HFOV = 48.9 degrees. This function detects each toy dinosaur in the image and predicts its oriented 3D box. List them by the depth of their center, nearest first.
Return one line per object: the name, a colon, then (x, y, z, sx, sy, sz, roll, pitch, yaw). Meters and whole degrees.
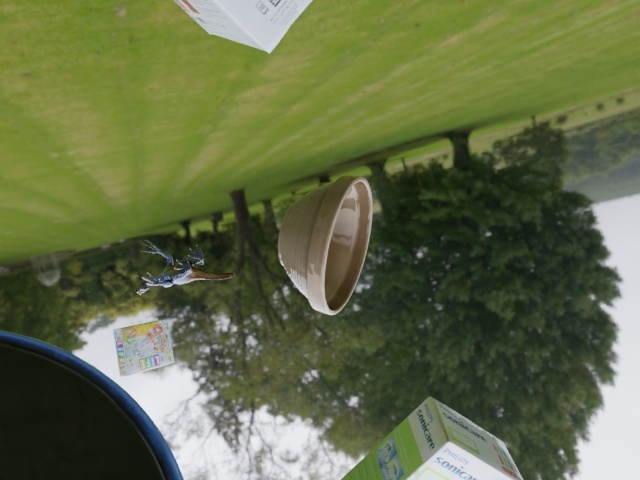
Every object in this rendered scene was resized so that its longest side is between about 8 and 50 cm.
toy dinosaur: (-0.144, 0.039, 0.688, 0.082, 0.090, 0.047, -42, -163, 48)

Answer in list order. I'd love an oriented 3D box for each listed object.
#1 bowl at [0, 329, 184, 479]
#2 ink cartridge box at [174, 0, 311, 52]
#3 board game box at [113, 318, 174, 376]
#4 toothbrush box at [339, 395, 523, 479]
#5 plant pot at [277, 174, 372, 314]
bowl: (-0.274, 0.240, 0.489, 0.392, 0.390, 0.077, -13, 159, -28)
ink cartridge box: (-0.193, -0.462, 1.156, 0.130, 0.272, 0.309, -51, -146, 0)
board game box: (-0.390, 0.236, 1.562, 0.026, 0.103, 0.154, -10, 178, 26)
toothbrush box: (0.185, 0.448, 1.260, 0.283, 0.206, 0.122, -48, -156, 15)
plant pot: (0.000, 0.000, 1.193, 0.110, 0.237, 0.237, 12, -172, 18)
